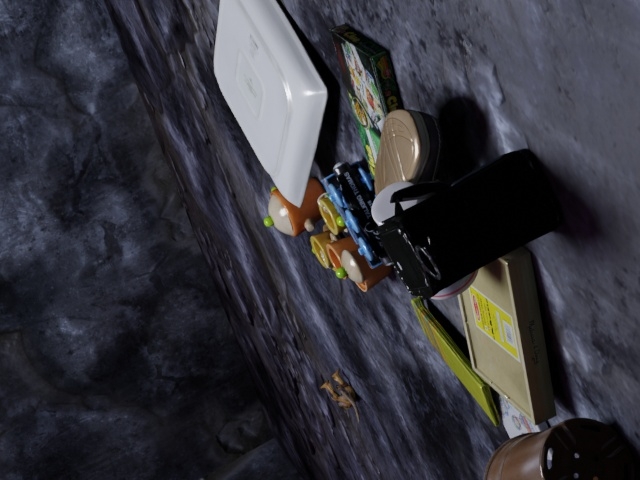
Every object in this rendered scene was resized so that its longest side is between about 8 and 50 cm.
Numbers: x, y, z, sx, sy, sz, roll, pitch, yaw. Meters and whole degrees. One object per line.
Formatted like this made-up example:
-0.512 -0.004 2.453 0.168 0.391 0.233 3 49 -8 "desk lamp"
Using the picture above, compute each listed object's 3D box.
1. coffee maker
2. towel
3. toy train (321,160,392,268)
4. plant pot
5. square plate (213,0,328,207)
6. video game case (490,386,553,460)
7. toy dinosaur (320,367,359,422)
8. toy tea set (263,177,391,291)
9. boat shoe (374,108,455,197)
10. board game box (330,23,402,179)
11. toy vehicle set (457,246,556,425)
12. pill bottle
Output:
0.176 -0.013 1.392 0.120 0.178 0.171 66 169 -24 "coffee maker"
0.216 0.187 1.943 0.237 0.021 0.102 54 172 49 "towel"
0.070 -0.043 1.973 0.184 0.080 0.105 61 176 -3 "toy train"
0.313 0.309 1.576 0.167 0.167 0.165 59 160 14 "plant pot"
-0.103 -0.274 2.092 0.347 0.049 0.344 60 159 24 "square plate"
0.289 0.246 1.817 0.157 0.019 0.143 64 167 -2 "video game case"
0.062 0.360 2.862 0.112 0.064 0.211 44 175 2 "toy dinosaur"
0.000 0.000 2.204 0.200 0.124 0.336 66 166 -15 "toy tea set"
0.129 -0.100 1.594 0.285 0.092 0.103 104 155 -71 "boat shoe"
0.084 -0.174 1.757 0.136 0.030 0.259 42 156 51 "board game box"
0.240 0.101 1.645 0.166 0.035 0.267 43 153 56 "toy vehicle set"
0.129 -0.001 1.533 0.160 0.087 0.087 49 179 -41 "pill bottle"
